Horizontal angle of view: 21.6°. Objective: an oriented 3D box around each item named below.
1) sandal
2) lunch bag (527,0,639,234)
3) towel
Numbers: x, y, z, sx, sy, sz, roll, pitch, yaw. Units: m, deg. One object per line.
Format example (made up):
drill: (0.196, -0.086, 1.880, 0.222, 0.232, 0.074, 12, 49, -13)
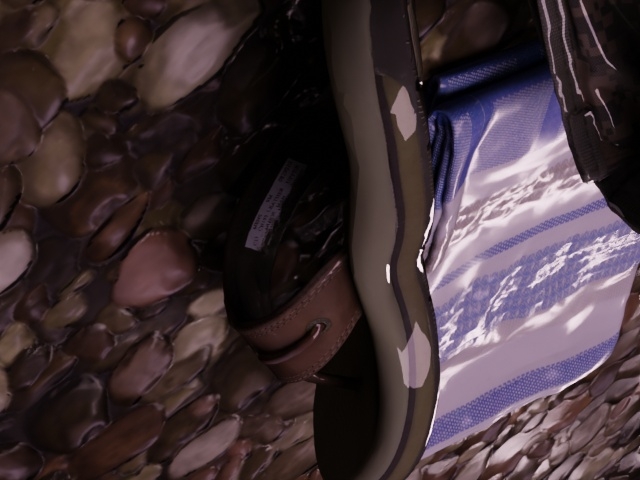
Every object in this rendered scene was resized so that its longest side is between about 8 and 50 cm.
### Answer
sandal: (0.000, -0.002, 0.698, 0.086, 0.120, 0.302, -7, 140, -3)
lunch bag: (0.206, -0.151, 0.665, 0.235, 0.169, 0.287, -30, 142, -19)
towel: (0.112, 0.002, 0.876, 0.209, 0.034, 0.285, -23, 143, -30)
